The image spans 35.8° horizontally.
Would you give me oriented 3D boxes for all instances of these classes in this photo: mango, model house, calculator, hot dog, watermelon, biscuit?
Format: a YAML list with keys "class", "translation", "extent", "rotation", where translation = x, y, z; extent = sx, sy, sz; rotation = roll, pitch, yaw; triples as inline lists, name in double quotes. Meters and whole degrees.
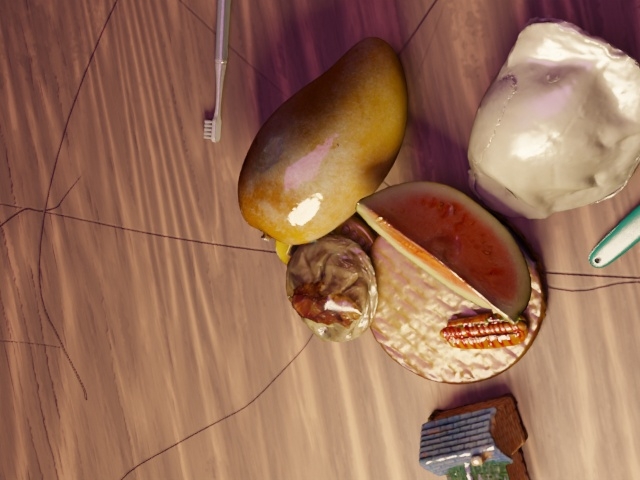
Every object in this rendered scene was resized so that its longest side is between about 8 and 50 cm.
- class: "mango"
  translation: [0.012, -0.160, 1.647]
  extent: [0.221, 0.199, 0.384]
  rotation: [38, 99, 34]
- class: "model house"
  translation: [0.251, 0.370, 1.627]
  extent: [0.167, 0.172, 0.182]
  rotation: [-20, 89, 23]
- class: "calculator"
  translation: [0.000, 0.000, 1.765]
  extent: [0.235, 0.032, 0.146]
  rotation: [31, 107, 15]
- class: "hot dog"
  translation: [0.266, 0.148, 1.620]
  extent: [0.144, 0.038, 0.062]
  rotation: [-7, 96, 21]
- class: "watermelon"
  translation: [0.195, 0.021, 1.582]
  extent: [0.303, 0.159, 0.128]
  rotation: [38, 138, 5]
- class: "biscuit"
  translation: [0.220, 0.089, 1.669]
  extent: [0.318, 0.040, 0.317]
  rotation: [3, 99, 20]

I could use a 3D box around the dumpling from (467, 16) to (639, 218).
- class: "dumpling"
  translation: [0.363, -0.160, 1.509]
  extent: [0.260, 0.181, 0.341]
  rotation: [24, 113, 10]

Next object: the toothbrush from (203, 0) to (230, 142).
- class: "toothbrush"
  translation: [-0.183, -0.350, 1.805]
  extent: [0.030, 0.025, 0.342]
  rotation: [11, 102, 24]

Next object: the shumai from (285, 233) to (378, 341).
- class: "shumai"
  translation: [0.001, 0.094, 1.683]
  extent: [0.201, 0.120, 0.201]
  rotation: [11, 109, 34]

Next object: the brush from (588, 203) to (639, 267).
- class: "brush"
  translation: [0.495, -0.024, 1.552]
  extent: [0.043, 0.032, 0.193]
  rotation: [46, 123, 7]
